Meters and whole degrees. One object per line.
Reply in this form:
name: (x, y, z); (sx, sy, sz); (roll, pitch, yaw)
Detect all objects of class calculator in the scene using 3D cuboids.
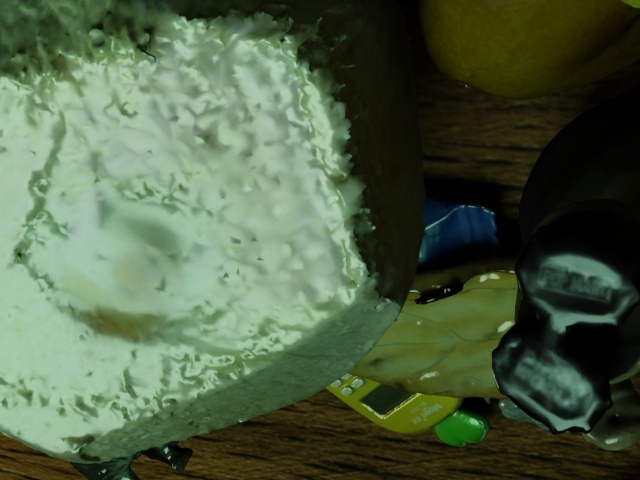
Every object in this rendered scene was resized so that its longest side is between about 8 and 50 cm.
calculator: (0.054, 0.114, 1.581); (0.235, 0.032, 0.146); (36, 144, -9)

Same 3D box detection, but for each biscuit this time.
biscuit: (0.124, 0.073, 1.423); (0.260, 0.041, 0.203); (-7, 148, 14)

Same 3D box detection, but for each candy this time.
candy: (0.000, 0.000, 1.443); (0.331, 0.077, 0.187); (13, 150, 19)

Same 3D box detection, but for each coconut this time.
coconut: (-0.112, -0.060, 1.214); (0.404, 0.405, 0.405); (18, 143, 14)

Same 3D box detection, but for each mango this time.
mango: (0.139, -0.166, 1.084); (0.236, 0.166, 0.136); (74, 171, -69)

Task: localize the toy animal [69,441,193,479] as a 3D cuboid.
toy animal: (-0.191, 0.123, 1.697); (0.168, 0.106, 0.343); (23, 139, 20)

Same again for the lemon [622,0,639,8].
lemon: (0.128, -0.273, 0.801); (0.316, 0.285, 0.285); (45, 145, 9)

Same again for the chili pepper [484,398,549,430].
chili pepper: (0.213, 0.148, 1.513); (0.153, 0.041, 0.050); (10, -177, 23)

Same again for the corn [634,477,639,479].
corn: (0.329, 0.228, 1.487); (0.106, 0.106, 0.293); (33, 143, -7)

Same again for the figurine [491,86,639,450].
figurine: (0.224, 0.014, 1.102); (0.206, 0.365, 0.218); (1, 103, 10)
